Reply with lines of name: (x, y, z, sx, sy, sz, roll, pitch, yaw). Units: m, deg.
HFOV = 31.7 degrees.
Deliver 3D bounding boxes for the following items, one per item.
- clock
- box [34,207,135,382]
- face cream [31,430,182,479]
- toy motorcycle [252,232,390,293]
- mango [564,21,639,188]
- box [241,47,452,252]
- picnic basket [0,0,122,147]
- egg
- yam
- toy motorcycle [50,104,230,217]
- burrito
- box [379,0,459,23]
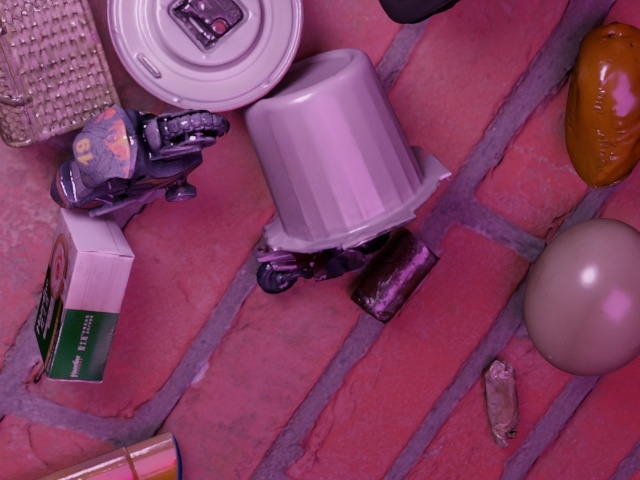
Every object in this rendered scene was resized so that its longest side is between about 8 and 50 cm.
clock: (-0.141, -0.278, 1.389, 0.244, 0.056, 0.244, -1, 93, -13)
box: (-0.318, 0.073, 1.502, 0.081, 0.135, 0.199, 9, 111, -27)
face cream: (-0.342, 0.388, 1.700, 0.285, 0.067, 0.139, -19, 125, -14)
toy motorcycle: (0.000, 0.000, 1.634, 0.213, 0.082, 0.122, -24, 124, -12)
mango: (0.432, -0.198, 1.675, 0.156, 0.151, 0.248, -24, 128, -52)
box: (0.029, -0.141, 1.503, 0.291, 0.262, 0.206, -43, 120, -39)
picnic basket: (-0.345, -0.228, 1.332, 0.154, 0.134, 0.196, -22, 123, -16)
egg: (0.435, 0.092, 1.792, 0.219, 0.219, 0.269, -1, 132, -23)
yam: (0.114, 0.058, 1.718, 0.079, 0.079, 0.141, 36, 95, -34)
toy motorcycle: (-0.230, -0.101, 1.372, 0.173, 0.307, 0.108, -9, 82, -28)
burrito: (0.315, 0.279, 1.944, 0.058, 0.045, 0.188, -23, 121, -19)
box: (0.141, -0.431, 1.319, 0.073, 0.290, 0.289, -26, 92, -53)
